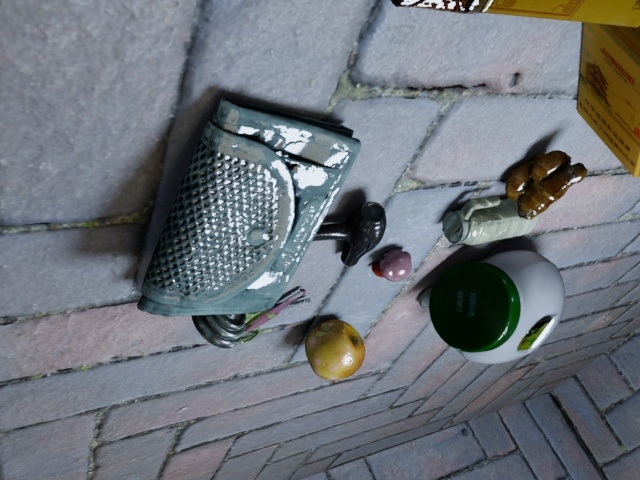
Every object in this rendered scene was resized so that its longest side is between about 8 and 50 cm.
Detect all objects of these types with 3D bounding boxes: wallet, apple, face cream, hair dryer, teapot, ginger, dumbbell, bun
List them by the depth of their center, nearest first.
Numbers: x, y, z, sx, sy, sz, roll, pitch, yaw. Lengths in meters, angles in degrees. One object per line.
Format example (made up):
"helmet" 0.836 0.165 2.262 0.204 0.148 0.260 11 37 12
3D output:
"wallet" -0.102 -0.022 0.888 0.237 0.075 0.342 6 123 -40
"dumbbell" -0.128 0.091 1.090 0.254 0.110 0.110 -44 147 22
"hair dryer" 0.000 0.000 1.110 0.219 0.075 0.195 -5 155 -15
"ginger" 0.430 -0.119 1.207 0.073 0.103 0.162 -27 167 -49
"teapot" 0.353 -0.049 1.276 0.201 0.077 0.107 -10 142 -26
"apple" 0.037 0.251 1.436 0.147 0.146 0.146 -20 150 -12
"face cream" 0.445 0.164 1.528 0.357 0.219 0.312 9 119 -48
"bun" 0.287 0.148 1.569 0.083 0.045 0.083 -15 149 -9

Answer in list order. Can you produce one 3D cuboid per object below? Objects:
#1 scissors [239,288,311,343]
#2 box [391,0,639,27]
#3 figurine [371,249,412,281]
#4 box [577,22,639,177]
"scissors" -0.110 0.150 1.283 0.187 0.020 0.133 -25 146 -1
"box" 0.263 -0.371 0.649 0.416 0.115 0.264 -7 147 -31
"figurine" 0.157 0.051 1.290 0.083 0.067 0.071 -34 174 -19
"box" 0.491 -0.238 0.981 0.076 0.174 0.274 -31 151 5
